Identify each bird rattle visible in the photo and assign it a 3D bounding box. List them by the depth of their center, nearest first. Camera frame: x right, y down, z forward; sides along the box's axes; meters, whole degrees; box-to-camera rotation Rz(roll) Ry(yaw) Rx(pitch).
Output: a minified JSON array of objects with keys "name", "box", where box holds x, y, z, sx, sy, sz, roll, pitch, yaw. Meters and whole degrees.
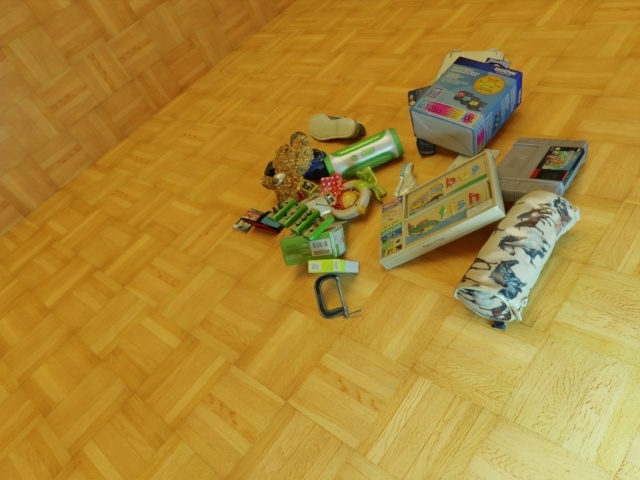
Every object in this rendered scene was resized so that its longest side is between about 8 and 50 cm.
[{"name":"bird rattle","box":[0.100,-0.169,1.857,0.254,0.143,0.206,-4,53,28]}]

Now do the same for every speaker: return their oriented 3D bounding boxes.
[{"name":"speaker","box":[0.168,-0.330,1.992,0.297,0.131,0.131,-23,40,6]}]

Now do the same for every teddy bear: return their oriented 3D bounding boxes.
[{"name":"teddy bear","box":[-0.129,-0.289,2.000,0.245,0.113,0.338,-3,52,34]}]

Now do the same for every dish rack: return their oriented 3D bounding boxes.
[{"name":"dish rack","box":[0.630,-0.721,2.154,0.286,0.072,0.332,8,49,23]}]

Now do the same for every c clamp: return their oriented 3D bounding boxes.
[{"name":"c clamp","box":[0.047,0.171,1.570,0.137,0.022,0.160,-29,65,21]}]

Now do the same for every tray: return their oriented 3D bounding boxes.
[{"name":"tray","box":[0.507,-0.249,1.793,0.145,0.030,0.270,18,57,41]}]

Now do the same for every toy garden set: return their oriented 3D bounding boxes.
[{"name":"toy garden set","box":[-0.044,-0.117,1.715,0.204,0.049,0.244,-44,42,-18]}]

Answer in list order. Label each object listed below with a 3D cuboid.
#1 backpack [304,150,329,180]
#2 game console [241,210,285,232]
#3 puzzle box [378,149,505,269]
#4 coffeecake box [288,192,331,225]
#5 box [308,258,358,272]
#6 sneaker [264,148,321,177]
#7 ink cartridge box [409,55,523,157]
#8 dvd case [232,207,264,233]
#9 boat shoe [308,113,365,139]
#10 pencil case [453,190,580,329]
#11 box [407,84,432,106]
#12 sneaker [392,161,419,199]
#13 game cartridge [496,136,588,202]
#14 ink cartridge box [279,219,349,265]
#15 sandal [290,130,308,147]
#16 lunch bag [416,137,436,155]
[{"name":"backpack","box":[-0.027,-0.301,2.090,0.120,0.098,0.101,-10,47,18]},{"name":"game console","box":[-0.210,-0.086,1.977,0.144,0.124,0.085,14,82,39]},{"name":"puzzle box","box":[0.362,-0.095,1.586,0.409,0.052,0.272,-28,34,32]},{"name":"coffeecake box","box":[-0.050,-0.110,1.864,0.142,0.068,0.185,-30,12,-3]},{"name":"box","box":[0.046,0.084,1.617,0.109,0.178,0.042,-4,83,25]},{"name":"sneaker","box":[-0.120,-0.344,2.185,0.268,0.101,0.106,-18,39,11]},{"name":"ink cartridge box","box":[0.553,-0.516,1.871,0.270,0.151,0.395,29,65,33]},{"name":"dvd case","box":[-0.293,-0.081,2.069,0.087,0.013,0.119,18,57,41]},{"name":"boat shoe","box":[0.069,-0.500,2.274,0.099,0.116,0.319,-1,12,-40]},{"name":"pencil case","box":[0.539,0.038,1.372,0.184,0.160,0.410,26,63,33]},{"name":"box","box":[0.491,-0.626,2.192,0.225,0.036,0.136,-10,43,16]},{"name":"sneaker","box":[0.323,-0.201,1.824,0.083,0.071,0.190,5,58,25]},{"name":"game cartridge","box":[0.679,-0.227,1.601,0.230,0.068,0.355,8,39,40]},{"name":"ink cartridge box","box":[0.000,0.000,1.773,0.189,0.097,0.255,-8,10,22]},{"name":"sandal","box":[-0.107,-0.438,2.306,0.090,0.060,0.219,-14,42,15]},{"name":"lunch bag","box":[0.403,-0.372,1.950,0.067,0.065,0.098,-4,46,-1]}]
